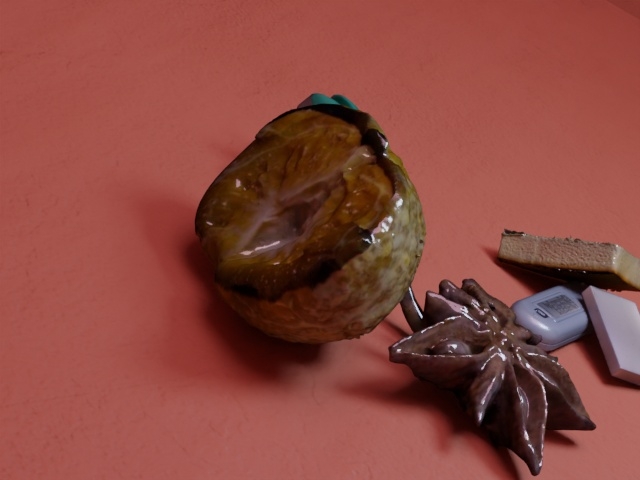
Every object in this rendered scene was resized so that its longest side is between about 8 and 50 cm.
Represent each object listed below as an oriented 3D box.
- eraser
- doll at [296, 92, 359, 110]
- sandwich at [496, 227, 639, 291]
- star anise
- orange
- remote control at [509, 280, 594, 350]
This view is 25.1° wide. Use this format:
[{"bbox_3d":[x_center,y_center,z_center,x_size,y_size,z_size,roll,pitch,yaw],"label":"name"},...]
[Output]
[{"bbox_3d":[0.437,0.141,2.073,0.103,0.023,0.150,20,42,-34],"label":"eraser"},{"bbox_3d":[0.023,-0.083,2.047,0.195,0.153,0.258,29,38,-38],"label":"doll"},{"bbox_3d":[0.388,0.036,2.191,0.193,0.058,0.162,8,-10,33],"label":"sandwich"},{"bbox_3d":[0.201,0.149,1.822,0.349,0.109,0.292,38,21,-1],"label":"star anise"},{"bbox_3d":[0.000,0.000,1.767,0.210,0.270,0.369,57,5,-37],"label":"orange"},{"bbox_3d":[0.347,0.105,2.083,0.087,0.047,0.244,37,27,24],"label":"remote control"}]
